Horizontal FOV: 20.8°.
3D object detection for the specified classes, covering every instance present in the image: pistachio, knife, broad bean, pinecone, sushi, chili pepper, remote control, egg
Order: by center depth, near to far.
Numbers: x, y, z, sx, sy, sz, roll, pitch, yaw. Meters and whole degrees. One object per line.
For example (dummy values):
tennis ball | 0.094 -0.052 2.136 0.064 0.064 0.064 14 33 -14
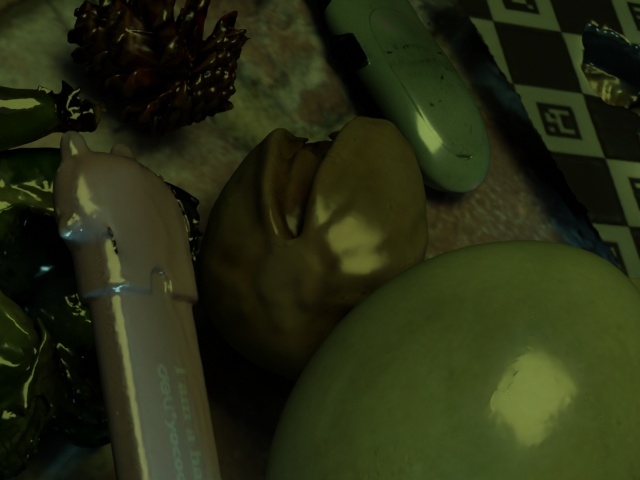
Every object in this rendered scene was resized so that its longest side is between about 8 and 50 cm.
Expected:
knife | -0.070 0.141 0.829 0.132 0.038 0.398 14 62 -59
egg | 0.077 0.106 0.882 0.186 0.186 0.253 40 71 -2
chili pepper | -0.165 0.043 0.886 0.148 0.116 0.264 35 37 11
broad bean | -0.260 -0.069 0.889 0.297 0.043 0.060 7 54 -7
pistachio | 0.000 0.000 1.014 0.129 0.131 0.206 0 27 9
pinecone | -0.104 -0.113 1.088 0.109 0.102 0.102 16 37 13
remote control | 0.053 -0.140 1.271 0.097 0.045 0.256 -2 53 -41
sushi | 0.278 -0.077 1.391 0.320 0.069 0.339 -11 61 -35

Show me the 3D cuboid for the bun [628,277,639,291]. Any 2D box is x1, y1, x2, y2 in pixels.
bun | 0.189 0.122 1.067 0.231 0.133 0.231 7 35 -5
